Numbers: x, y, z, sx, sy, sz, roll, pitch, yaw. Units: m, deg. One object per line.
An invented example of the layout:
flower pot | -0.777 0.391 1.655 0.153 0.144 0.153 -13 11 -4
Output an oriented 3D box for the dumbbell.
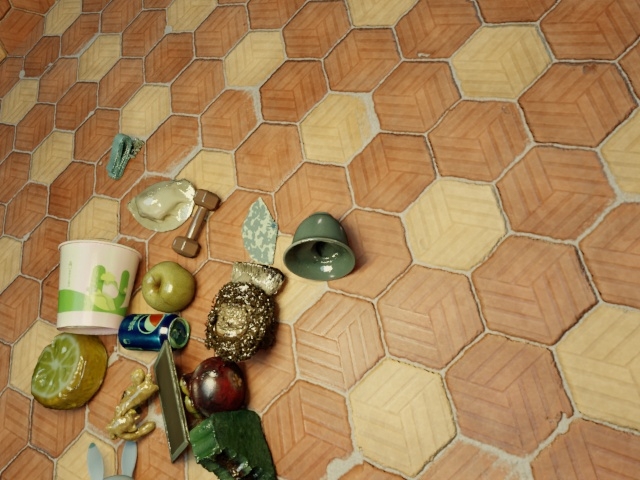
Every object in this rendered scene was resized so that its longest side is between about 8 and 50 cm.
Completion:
dumbbell | -0.410 -0.055 1.487 0.092 0.082 0.231 16 79 28

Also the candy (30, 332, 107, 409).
candy | -0.825 0.423 1.480 0.260 0.118 0.260 -8 66 20

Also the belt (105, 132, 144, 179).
belt | -0.767 -0.322 1.747 0.065 0.100 0.179 29 100 27

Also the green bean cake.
green bean cake | -0.223 0.538 1.133 0.107 0.208 0.193 -31 61 14

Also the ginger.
ginger | -0.547 0.494 1.315 0.176 0.193 0.052 -33 15 -31

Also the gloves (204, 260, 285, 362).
gloves | -0.212 0.204 1.279 0.210 0.135 0.312 20 58 7

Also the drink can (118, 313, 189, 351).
drink can | -0.516 0.285 1.396 0.205 0.118 0.118 -3 71 21

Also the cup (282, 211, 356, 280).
cup | 0.000 0.000 1.256 0.199 0.199 0.150 -13 49 19

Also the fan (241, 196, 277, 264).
fan | -0.192 -0.027 1.425 0.131 0.009 0.240 -19 66 17

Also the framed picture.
framed picture | -0.426 0.458 1.279 0.231 0.018 0.293 -52 51 46

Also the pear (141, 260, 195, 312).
pear | -0.475 0.147 1.416 0.167 0.136 0.167 -6 74 21

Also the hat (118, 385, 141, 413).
hat | -0.568 0.487 1.372 0.059 0.076 0.077 12 82 5

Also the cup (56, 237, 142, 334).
cup | -0.725 0.158 1.448 0.253 0.253 0.274 -8 68 21

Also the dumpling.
dumpling | -0.542 -0.115 1.555 0.247 0.142 0.172 -21 100 8

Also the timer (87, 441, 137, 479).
timer | -0.588 0.712 1.278 0.175 0.175 0.255 -47 34 2

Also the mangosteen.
mangosteen | -0.299 0.409 1.234 0.180 0.166 0.166 -26 64 8
